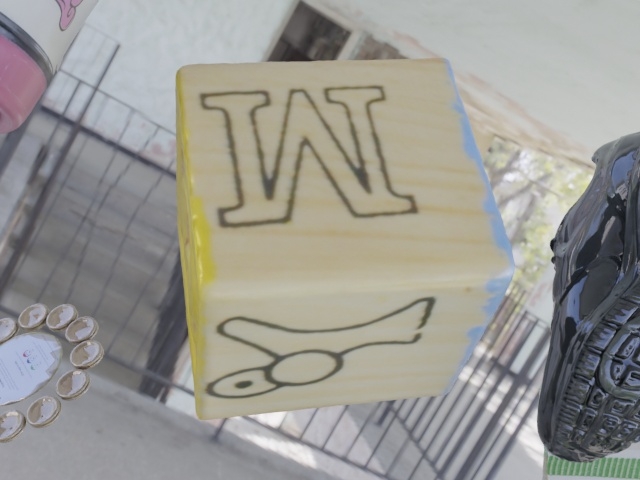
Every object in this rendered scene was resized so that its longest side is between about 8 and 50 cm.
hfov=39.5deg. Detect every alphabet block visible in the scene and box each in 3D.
[{"bbox_3d":[0.000,0.000,0.645,0.197,0.192,0.194,-3,55,-12],"label":"alphabet block"}]

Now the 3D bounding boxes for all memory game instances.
[{"bbox_3d":[-0.321,0.140,0.961,0.186,0.186,0.012,35,-26,42],"label":"memory game"}]

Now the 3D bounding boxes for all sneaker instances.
[{"bbox_3d":[0.238,0.039,0.724,0.109,0.286,0.130,29,-9,-23],"label":"sneaker"}]

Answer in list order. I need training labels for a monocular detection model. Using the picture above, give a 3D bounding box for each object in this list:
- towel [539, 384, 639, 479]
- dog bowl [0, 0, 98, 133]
[{"bbox_3d":[0.432,0.332,1.257,0.247,0.325,0.038,1,24,11],"label":"towel"},{"bbox_3d":[-0.370,-0.203,0.655,0.407,0.150,0.408,14,-8,2],"label":"dog bowl"}]
